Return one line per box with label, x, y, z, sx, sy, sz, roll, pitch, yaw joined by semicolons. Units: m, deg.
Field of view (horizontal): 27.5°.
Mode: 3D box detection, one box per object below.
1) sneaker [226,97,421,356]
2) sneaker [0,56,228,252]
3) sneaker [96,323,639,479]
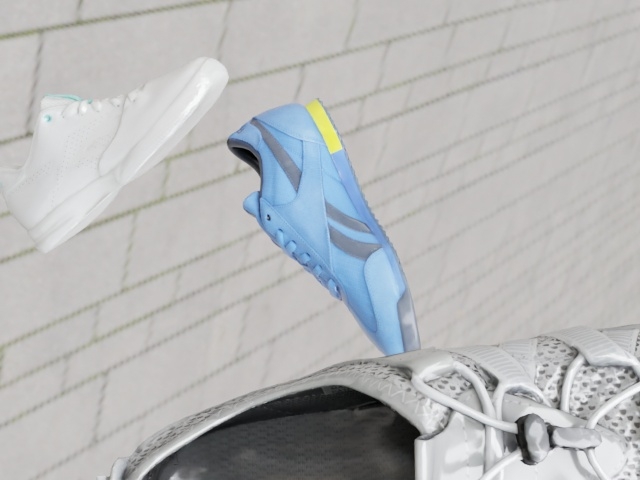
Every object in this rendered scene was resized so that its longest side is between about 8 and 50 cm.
sneaker;0.000;0.000;0.884;0.082;0.209;0.069;-21;155;-10
sneaker;-0.168;-0.084;0.995;0.212;0.094;0.080;-38;-178;18
sneaker;0.062;0.082;0.421;0.115;0.281;0.105;45;32;-68
